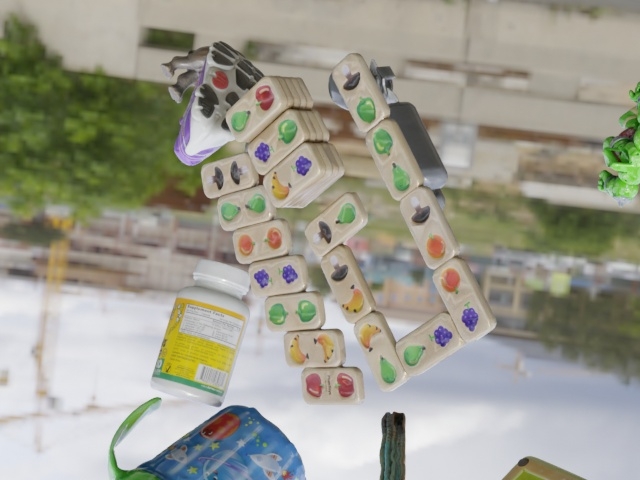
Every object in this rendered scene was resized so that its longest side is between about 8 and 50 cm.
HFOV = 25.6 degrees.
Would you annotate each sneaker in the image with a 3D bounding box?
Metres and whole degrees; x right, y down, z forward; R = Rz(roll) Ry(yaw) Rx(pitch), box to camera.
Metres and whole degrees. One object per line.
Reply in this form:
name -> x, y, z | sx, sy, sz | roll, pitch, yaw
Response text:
sneaker -> -0.101, -0.127, 1.305 | 0.068, 0.071, 0.170 | 40, -148, -11

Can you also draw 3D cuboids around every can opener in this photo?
can opener -> 0.077, -0.132, 1.760 | 0.095, 0.076, 0.283 | -6, -142, -11

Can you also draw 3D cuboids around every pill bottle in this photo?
pill bottle -> -0.174, 0.139, 2.127 | 0.117, 0.208, 0.117 | 16, 171, 3

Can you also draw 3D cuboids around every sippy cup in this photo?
sippy cup -> -0.148, 0.366, 2.053 | 0.224, 0.305, 0.240 | -42, -156, -27

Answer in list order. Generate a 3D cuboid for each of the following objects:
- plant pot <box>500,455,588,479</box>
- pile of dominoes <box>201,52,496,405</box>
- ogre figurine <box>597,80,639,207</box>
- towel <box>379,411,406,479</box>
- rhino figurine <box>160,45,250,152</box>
plant pot -> 0.319, 0.436, 1.911 | 0.227, 0.228, 0.207 | 18, 146, 58
pile of dominoes -> 0.000, 0.000, 1.059 | 0.040, 0.251, 0.196 | -5, 154, -49
ogre figurine -> 0.474, -0.134, 2.147 | 0.097, 0.197, 0.118 | 28, -148, -18
towel -> 0.070, 0.374, 1.514 | 0.040, 0.271, 0.370 | 3, -164, 3
rhino figurine -> -0.131, -0.197, 2.146 | 0.106, 0.243, 0.073 | -37, 174, -22
